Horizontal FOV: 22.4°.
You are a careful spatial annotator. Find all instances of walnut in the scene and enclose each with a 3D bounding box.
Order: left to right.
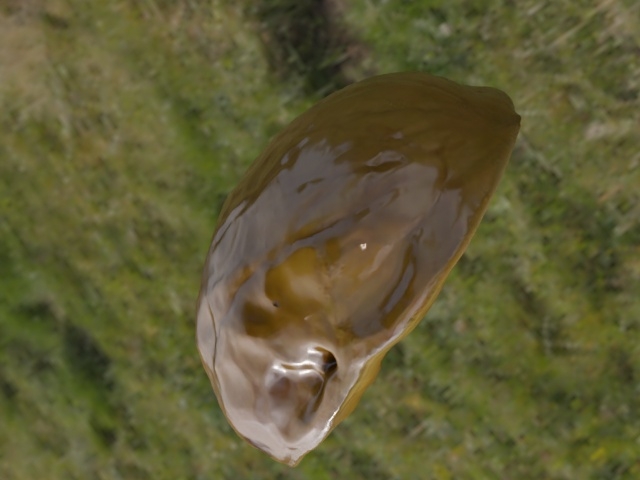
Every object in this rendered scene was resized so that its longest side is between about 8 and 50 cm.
[{"bbox_3d":[-0.001,-0.002,0.726,0.087,0.167,0.211,29,127,-9],"label":"walnut"}]
